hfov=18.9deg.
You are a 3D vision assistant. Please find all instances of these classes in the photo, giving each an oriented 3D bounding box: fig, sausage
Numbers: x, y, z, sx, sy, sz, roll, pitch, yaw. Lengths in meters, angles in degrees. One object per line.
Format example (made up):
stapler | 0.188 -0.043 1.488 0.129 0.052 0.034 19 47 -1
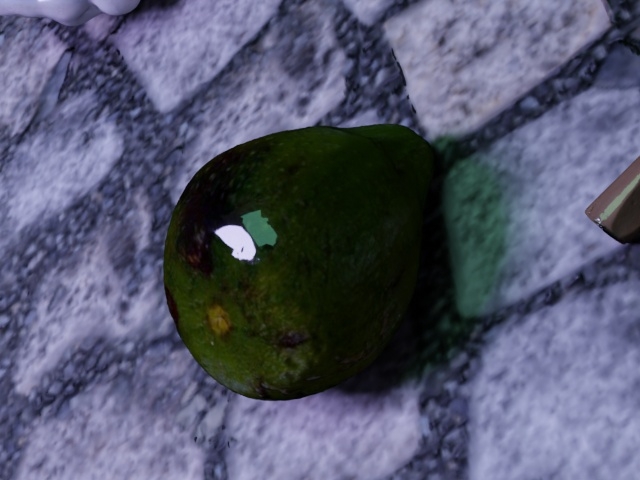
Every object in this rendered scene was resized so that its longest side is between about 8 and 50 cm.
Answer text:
fig | 0.000 0.000 0.927 0.123 0.123 0.156 2 25 44
sausage | 0.165 -0.046 0.850 0.116 0.026 0.026 -47 41 6

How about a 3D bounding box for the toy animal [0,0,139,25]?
toy animal | -0.150 -0.228 1.153 0.208 0.204 0.156 -38 55 -11
